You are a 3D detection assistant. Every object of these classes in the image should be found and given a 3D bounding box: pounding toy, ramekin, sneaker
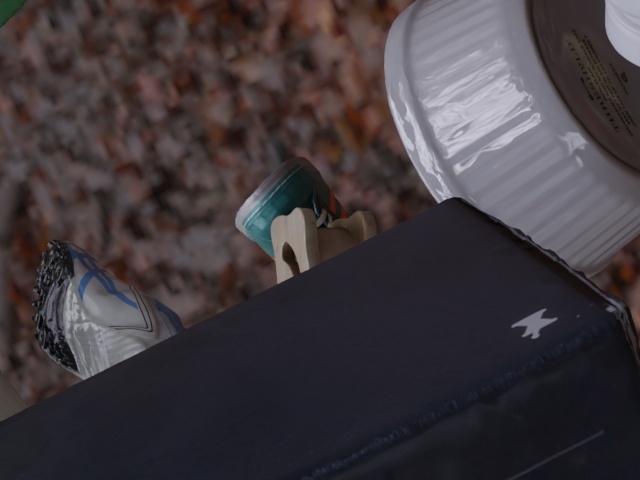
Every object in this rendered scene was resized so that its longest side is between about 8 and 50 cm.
[{"bbox_3d":[0.038,0.097,1.889,0.154,0.155,0.269,124,144,-57],"label":"pounding toy"},{"bbox_3d":[0.190,-0.109,1.542,0.127,0.273,0.273,-33,85,36],"label":"ramekin"},{"bbox_3d":[-0.151,0.071,1.453,0.237,0.086,0.085,39,115,48],"label":"sneaker"},{"bbox_3d":[0.000,0.000,2.069,0.121,0.108,0.302,42,179,17],"label":"sneaker"}]

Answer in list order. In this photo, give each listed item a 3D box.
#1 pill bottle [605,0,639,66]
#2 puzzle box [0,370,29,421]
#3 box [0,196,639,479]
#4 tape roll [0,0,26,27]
[{"bbox_3d":[0.223,-0.211,1.176,0.124,0.124,0.221,44,156,32],"label":"pill bottle"},{"bbox_3d":[-0.296,0.224,1.483,0.272,0.052,0.409,-31,100,32],"label":"puzzle box"},{"bbox_3d":[0.000,0.305,1.093,0.472,0.480,0.297,66,173,-19],"label":"box"},{"bbox_3d":[-0.270,-0.231,0.960,0.077,0.321,0.321,7,120,54],"label":"tape roll"}]
